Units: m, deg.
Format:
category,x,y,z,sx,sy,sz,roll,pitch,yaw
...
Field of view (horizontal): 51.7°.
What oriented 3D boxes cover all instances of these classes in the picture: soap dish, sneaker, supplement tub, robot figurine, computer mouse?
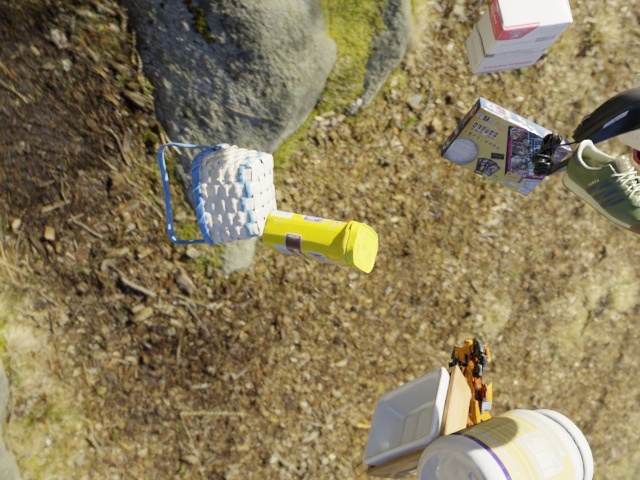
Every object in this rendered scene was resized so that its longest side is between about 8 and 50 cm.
category,x,y,z,sx,sy,sz,roll,pitch,yaw
soap dish,0.245,0.464,1.652,0.118,0.229,0.291,35,136,-14
sneaker,0.456,-0.087,1.016,0.064,0.192,0.086,-18,131,-22
supplement tub,0.397,0.499,1.405,0.331,0.241,0.241,-6,120,-36
robot figurine,0.505,0.474,2.211,0.085,0.211,0.291,12,70,-19
computer mouse,0.488,-0.200,1.160,0.060,0.262,0.184,58,42,-15

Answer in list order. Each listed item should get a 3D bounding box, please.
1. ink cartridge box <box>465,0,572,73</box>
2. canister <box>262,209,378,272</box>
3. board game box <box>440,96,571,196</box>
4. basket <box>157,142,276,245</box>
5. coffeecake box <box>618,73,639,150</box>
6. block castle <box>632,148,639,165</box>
category,x,y,z,sx,sy,sz,roll,pitch,yaw
ink cartridge box,0.437,-0.466,1.481,0.158,0.218,0.092,-9,79,-7
canister,0.000,0.000,1.133,0.126,0.169,0.073,32,70,-67
board game box,0.427,-0.213,1.533,0.243,0.042,0.165,23,135,-13
basket,-0.255,-0.107,1.601,0.288,0.201,0.255,2,110,16
coffeecake box,0.680,-0.241,1.300,0.068,0.185,0.143,4,111,-6
block castle,1.053,-0.179,1.681,0.212,0.453,0.303,29,58,-38
